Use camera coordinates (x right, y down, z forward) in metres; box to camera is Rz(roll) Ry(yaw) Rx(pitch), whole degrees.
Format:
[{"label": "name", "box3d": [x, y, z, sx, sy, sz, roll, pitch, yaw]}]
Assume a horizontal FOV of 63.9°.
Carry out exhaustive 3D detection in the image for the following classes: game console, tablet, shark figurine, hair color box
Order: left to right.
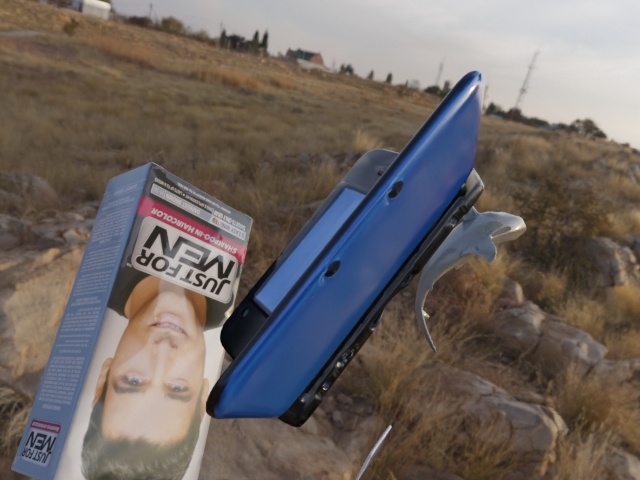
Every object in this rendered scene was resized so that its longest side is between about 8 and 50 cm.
[{"label": "hair color box", "box3d": [-0.222, 0.111, 0.668, 0.113, 0.374, 0.185, -9, -28, 39]}, {"label": "game console", "box3d": [0.000, 0.000, 0.464, 0.173, 0.293, 0.250, 45, -9, -37]}, {"label": "tablet", "box3d": [0.077, 0.304, 0.737, 0.006, 0.054, 0.083, 30, 21, 20]}, {"label": "shark figurine", "box3d": [0.236, 0.039, 0.854, 0.166, 0.278, 0.116, 44, -2, -31]}]
